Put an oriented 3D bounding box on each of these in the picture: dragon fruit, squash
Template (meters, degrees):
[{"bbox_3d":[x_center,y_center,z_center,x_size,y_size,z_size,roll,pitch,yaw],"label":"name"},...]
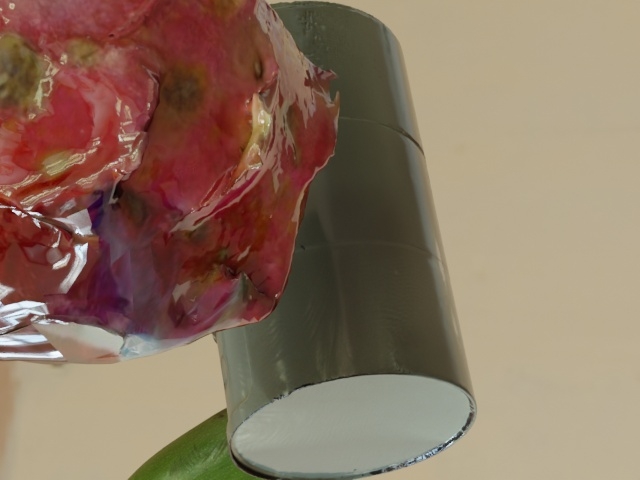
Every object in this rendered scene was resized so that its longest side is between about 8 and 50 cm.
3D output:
[{"bbox_3d":[-0.109,-0.040,0.762,0.161,0.274,0.126,101,158,-45],"label":"dragon fruit"},{"bbox_3d":[-0.057,0.175,1.585,0.292,0.082,0.082,-31,-54,-13],"label":"squash"}]

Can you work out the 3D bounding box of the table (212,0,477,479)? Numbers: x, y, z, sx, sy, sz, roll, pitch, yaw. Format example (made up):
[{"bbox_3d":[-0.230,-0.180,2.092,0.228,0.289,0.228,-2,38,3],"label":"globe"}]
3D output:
[{"bbox_3d":[0.000,0.000,0.964,0.126,0.126,0.220,44,-150,-54],"label":"table"}]
